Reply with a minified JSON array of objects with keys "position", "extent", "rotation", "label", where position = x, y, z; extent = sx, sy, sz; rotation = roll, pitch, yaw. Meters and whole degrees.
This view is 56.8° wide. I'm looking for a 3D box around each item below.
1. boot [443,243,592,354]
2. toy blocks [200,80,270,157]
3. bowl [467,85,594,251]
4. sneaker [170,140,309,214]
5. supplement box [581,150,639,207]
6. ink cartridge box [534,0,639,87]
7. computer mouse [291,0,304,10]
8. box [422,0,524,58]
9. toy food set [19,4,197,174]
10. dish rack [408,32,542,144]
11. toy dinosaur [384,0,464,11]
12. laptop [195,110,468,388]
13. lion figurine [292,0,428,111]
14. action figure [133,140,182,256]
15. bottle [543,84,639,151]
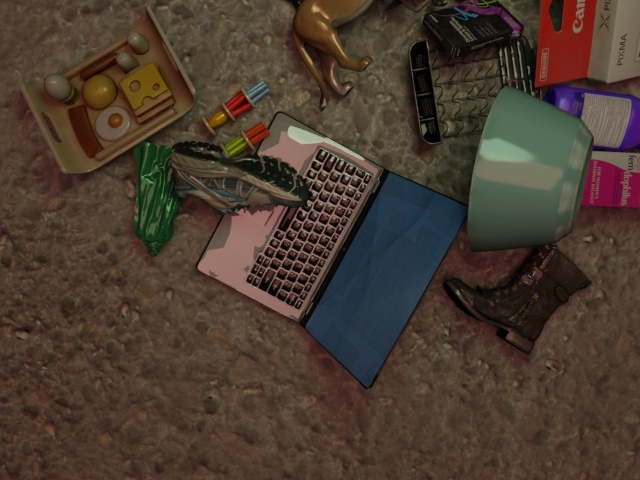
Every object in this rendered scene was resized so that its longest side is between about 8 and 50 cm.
[{"position":[0.416,0.089,1.256],"extent":[0.263,0.091,0.229],"rotation":[35,89,-8],"label":"boot"},{"position":[-0.153,-0.248,1.218],"extent":[0.148,0.054,0.123],"rotation":[-34,90,3],"label":"toy blocks"},{"position":[0.390,-0.115,1.074],"extent":[0.163,0.311,0.312],"rotation":[13,97,26],"label":"bowl"},{"position":[-0.161,-0.107,1.179],"extent":[0.283,0.110,0.122],"rotation":[17,122,5],"label":"sneaker"},{"position":[0.589,-0.124,1.212],"extent":[0.220,0.114,0.111],"rotation":[2,96,-2],"label":"supplement box"},{"position":[0.543,-0.448,1.117],"extent":[0.261,0.066,0.296],"rotation":[-15,119,-15],"label":"ink cartridge box"},{"position":[0.000,-0.594,1.176],"extent":[0.188,0.072,0.272],"rotation":[31,95,-3],"label":"computer mouse"},{"position":[0.299,-0.424,1.167],"extent":[0.162,0.029,0.116],"rotation":[-23,60,-14],"label":"box"},{"position":[-0.418,-0.298,1.168],"extent":[0.306,0.092,0.220],"rotation":[-31,80,3],"label":"toy food set"},{"position":[0.319,-0.315,1.208],"extent":[0.271,0.074,0.208],"rotation":[-10,97,0],"label":"dish rack"},{"position":[0.257,-0.563,1.174],"extent":[0.313,0.121,0.160],"rotation":[-31,82,23],"label":"toy dinosaur"},{"position":[0.000,0.000,1.158],"extent":[0.408,0.236,0.382],"rotation":[28,95,-3],"label":"laptop"},{"position":[0.053,-0.464,1.118],"extent":[0.240,0.142,0.392],"rotation":[42,102,-3],"label":"lion figurine"},{"position":[-0.336,-0.081,1.233],"extent":[0.137,0.063,0.232],"rotation":[9,92,-3],"label":"action figure"},{"position":[0.597,-0.242,1.206],"extent":[0.282,0.092,0.118],"rotation":[7,107,-1],"label":"bottle"}]
